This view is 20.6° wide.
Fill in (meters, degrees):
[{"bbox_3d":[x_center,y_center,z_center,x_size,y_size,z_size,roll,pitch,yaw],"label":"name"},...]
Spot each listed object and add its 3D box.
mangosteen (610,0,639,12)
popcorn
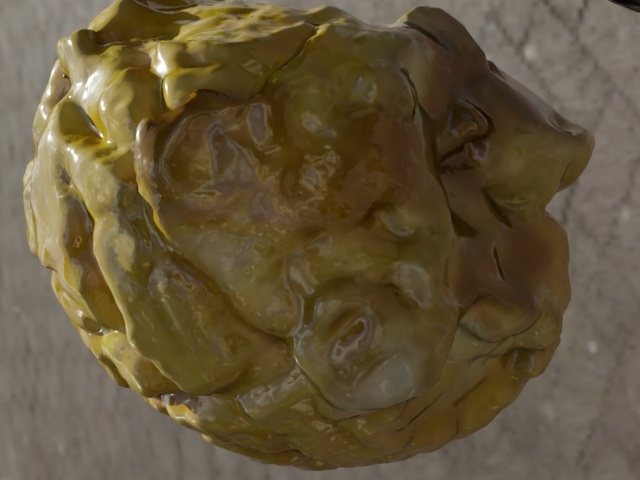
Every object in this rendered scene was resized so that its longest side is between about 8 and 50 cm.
[{"bbox_3d":[0.195,-0.215,0.816,0.216,0.216,0.216,172,90,-66],"label":"mangosteen"},{"bbox_3d":[-0.020,0.000,1.230,0.344,0.390,0.354,-60,-27,-53],"label":"popcorn"}]
